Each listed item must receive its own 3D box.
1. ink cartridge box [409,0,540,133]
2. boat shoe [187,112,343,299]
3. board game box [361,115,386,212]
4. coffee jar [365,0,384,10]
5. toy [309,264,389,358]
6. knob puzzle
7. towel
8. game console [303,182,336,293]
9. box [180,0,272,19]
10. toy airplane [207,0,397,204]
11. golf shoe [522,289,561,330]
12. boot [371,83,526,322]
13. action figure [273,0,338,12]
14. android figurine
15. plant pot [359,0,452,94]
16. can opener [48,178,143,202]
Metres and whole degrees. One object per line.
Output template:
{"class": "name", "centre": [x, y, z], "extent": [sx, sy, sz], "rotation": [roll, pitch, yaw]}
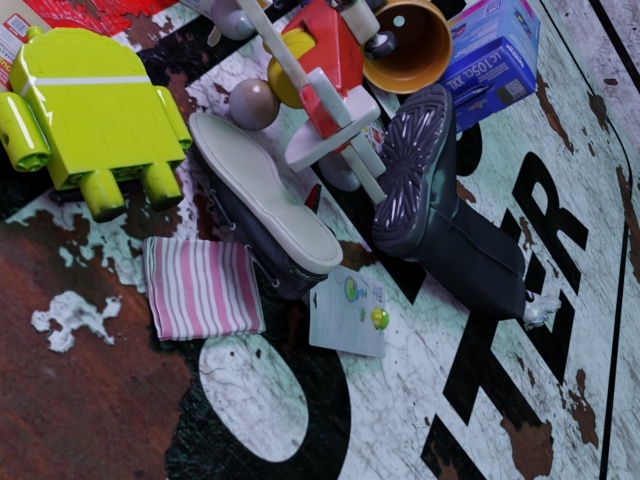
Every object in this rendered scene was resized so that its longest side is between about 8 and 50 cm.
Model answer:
{"class": "ink cartridge box", "centre": [0.374, -0.417, 1.643], "extent": [0.151, 0.270, 0.395], "rotation": [42, 43, -25]}
{"class": "boat shoe", "centre": [-0.106, -0.051, 1.006], "extent": [0.340, 0.113, 0.127], "rotation": [47, 34, 20]}
{"class": "board game box", "centre": [0.115, -0.167, 1.406], "extent": [0.136, 0.030, 0.260], "rotation": [-21, 87, -54]}
{"class": "coffee jar", "centre": [0.078, -0.538, 1.444], "extent": [0.096, 0.079, 0.184], "rotation": [43, 4, -23]}
{"class": "toy", "centre": [0.035, 0.118, 1.133], "extent": [0.237, 0.056, 0.137], "rotation": [21, 66, -51]}
{"class": "knob puzzle", "centre": [-0.375, -0.195, 0.846], "extent": [0.213, 0.030, 0.213], "rotation": [26, 52, -40]}
{"class": "towel", "centre": [-0.158, 0.066, 0.964], "extent": [0.197, 0.029, 0.144], "rotation": [4, 69, -49]}
{"class": "game console", "centre": [0.000, 0.000, 1.142], "extent": [0.085, 0.124, 0.144], "rotation": [19, 52, -11]}
{"class": "box", "centre": [-0.190, -0.460, 1.142], "extent": [0.203, 0.103, 0.114], "rotation": [22, 55, -42]}
{"class": "toy airplane", "centre": [-0.027, -0.232, 1.075], "extent": [0.384, 0.272, 0.386], "rotation": [-10, 82, -67]}
{"class": "golf shoe", "centre": [0.551, 0.156, 1.718], "extent": [0.176, 0.069, 0.086], "rotation": [-24, 84, -53]}
{"class": "boot", "centre": [0.307, -0.061, 1.432], "extent": [0.445, 0.146, 0.367], "rotation": [29, 70, -38]}
{"class": "action figure", "centre": [-0.015, -0.441, 1.349], "extent": [0.185, 0.099, 0.285], "rotation": [15, 56, -37]}
{"class": "android figurine", "centre": [-0.278, -0.154, 0.847], "extent": [0.248, 0.056, 0.273], "rotation": [-19, 77, -47]}
{"class": "plant pot", "centre": [0.181, -0.459, 1.520], "extent": [0.205, 0.205, 0.188], "rotation": [43, 27, -26]}
{"class": "can opener", "centre": [-0.274, -0.080, 0.891], "extent": [0.186, 0.073, 0.059], "rotation": [-32, 138, -53]}
